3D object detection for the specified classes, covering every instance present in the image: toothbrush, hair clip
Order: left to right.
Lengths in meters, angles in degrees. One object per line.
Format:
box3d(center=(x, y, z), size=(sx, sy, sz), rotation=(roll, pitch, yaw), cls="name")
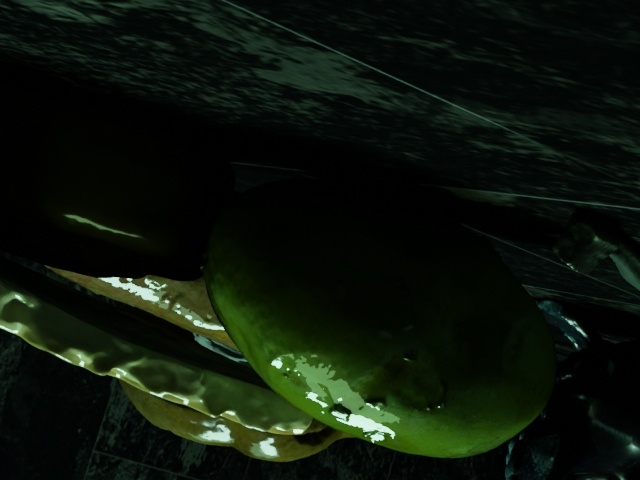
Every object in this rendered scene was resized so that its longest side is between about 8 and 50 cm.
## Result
box3d(center=(0.247, 0.172, 1.670), size=(0.194, 0.206, 0.310), rotation=(22, 180, 5), cls="hair clip")
box3d(center=(0.210, 0.027, 1.218), size=(0.030, 0.030, 0.297), rotation=(44, -171, 27), cls="toothbrush")

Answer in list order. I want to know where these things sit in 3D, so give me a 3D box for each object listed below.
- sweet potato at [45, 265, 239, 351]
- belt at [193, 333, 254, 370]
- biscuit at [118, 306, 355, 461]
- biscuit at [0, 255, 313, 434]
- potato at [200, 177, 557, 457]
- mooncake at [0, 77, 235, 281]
box3d(center=(-0.167, -0.010, 1.597), size=(0.336, 0.131, 0.131), rotation=(26, 172, -18), cls="sweet potato")
box3d(center=(-0.029, 0.082, 1.940), size=(0.230, 0.139, 0.126), rotation=(21, 177, 25), cls="belt")
box3d(center=(-0.041, 0.125, 2.082), size=(0.381, 0.074, 0.359), rotation=(-7, -150, -24), cls="biscuit")
box3d(center=(-0.163, 0.062, 1.320), size=(0.309, 0.040, 0.204), rotation=(25, 178, -17), cls="biscuit")
box3d(center=(0.037, 0.055, 1.260), size=(0.253, 0.186, 0.148), rotation=(30, 129, -2), cls="potato")
box3d(center=(-0.172, -0.035, 1.355), size=(0.235, 0.117, 0.235), rotation=(17, 172, 3), cls="mooncake")
